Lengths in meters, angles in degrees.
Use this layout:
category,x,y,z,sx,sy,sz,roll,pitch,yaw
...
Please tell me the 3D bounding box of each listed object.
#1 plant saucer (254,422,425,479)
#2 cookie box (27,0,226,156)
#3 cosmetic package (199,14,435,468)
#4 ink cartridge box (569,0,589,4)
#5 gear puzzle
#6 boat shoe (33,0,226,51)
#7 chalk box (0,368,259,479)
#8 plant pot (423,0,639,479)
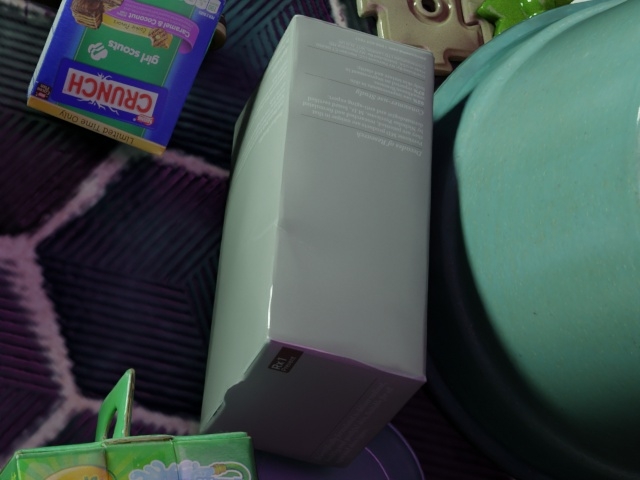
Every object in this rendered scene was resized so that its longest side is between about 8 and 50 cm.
category,x,y,z,sx,sy,sz,roll,pitch,yaw
plant saucer,0.006,0.153,1.014,0.119,0.021,0.119,9,63,-18
cookie box,-0.120,-0.119,1.044,0.092,0.040,0.107,20,104,-12
cosmetic package,0.000,0.000,1.008,0.107,0.127,0.238,13,57,-17
ink cartridge box,0.275,-0.112,1.194,0.140,0.082,0.190,-26,86,-32
gear puzzle,0.109,-0.197,1.206,0.175,0.044,0.339,3,66,-21
boat shoe,-0.128,-0.166,1.088,0.152,0.056,0.049,20,66,-12
chalk box,-0.106,0.178,0.893,0.132,0.132,0.213,-2,66,-23
plant pot,0.238,-0.012,0.947,0.341,0.334,0.341,1,83,-10
